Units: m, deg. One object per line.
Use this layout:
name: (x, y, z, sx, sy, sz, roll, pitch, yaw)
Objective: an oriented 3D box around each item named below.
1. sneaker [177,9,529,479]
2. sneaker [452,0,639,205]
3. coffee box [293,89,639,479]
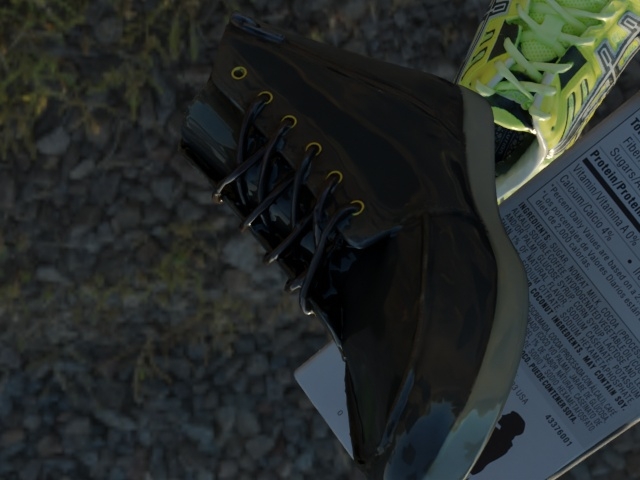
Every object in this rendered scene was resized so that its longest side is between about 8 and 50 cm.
sneaker: (0.000, 0.000, 0.437, 0.118, 0.222, 0.083, 20, 122, -12)
sneaker: (0.198, -0.162, 0.987, 0.145, 0.147, 0.385, 25, 133, 9)
coffee box: (0.154, 0.012, 0.606, 0.297, 0.119, 0.168, -41, 169, 19)
